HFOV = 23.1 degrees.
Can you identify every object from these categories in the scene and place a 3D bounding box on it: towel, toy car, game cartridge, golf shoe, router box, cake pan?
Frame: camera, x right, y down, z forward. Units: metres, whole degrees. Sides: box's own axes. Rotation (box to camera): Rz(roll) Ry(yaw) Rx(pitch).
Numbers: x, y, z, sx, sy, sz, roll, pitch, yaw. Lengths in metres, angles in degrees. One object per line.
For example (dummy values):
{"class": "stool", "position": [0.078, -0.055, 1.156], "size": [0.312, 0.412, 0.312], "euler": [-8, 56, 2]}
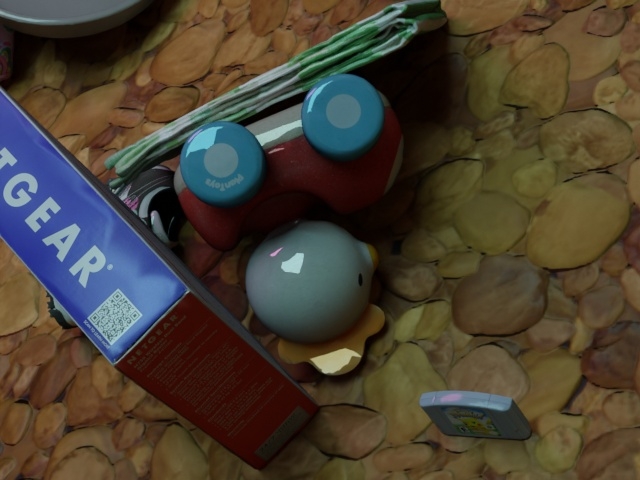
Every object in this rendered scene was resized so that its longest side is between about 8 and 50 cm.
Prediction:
{"class": "towel", "position": [-0.036, -0.146, 1.506], "size": [0.325, 0.038, 0.248], "euler": [-27, 5, 15]}
{"class": "toy car", "position": [0.000, 0.000, 1.403], "size": [0.210, 0.219, 0.238], "euler": [-22, 86, -1]}
{"class": "game cartridge", "position": [0.125, 0.142, 1.277], "size": [0.083, 0.056, 0.017], "euler": [-1, 51, 33]}
{"class": "golf shoe", "position": [-0.199, 0.006, 1.568], "size": [0.094, 0.077, 0.198], "euler": [16, 69, 39]}
{"class": "router box", "position": [-0.178, 0.021, 1.342], "size": [0.082, 0.301, 0.335], "euler": [-45, 60, -3]}
{"class": "cake pan", "position": [-0.298, -0.352, 1.822], "size": [0.293, 0.054, 0.293], "euler": [1, 59, -1]}

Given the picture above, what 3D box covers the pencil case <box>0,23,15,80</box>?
{"class": "pencil case", "position": [-0.405, -0.318, 1.905], "size": [0.124, 0.124, 0.284], "euler": [-11, 53, 26]}
